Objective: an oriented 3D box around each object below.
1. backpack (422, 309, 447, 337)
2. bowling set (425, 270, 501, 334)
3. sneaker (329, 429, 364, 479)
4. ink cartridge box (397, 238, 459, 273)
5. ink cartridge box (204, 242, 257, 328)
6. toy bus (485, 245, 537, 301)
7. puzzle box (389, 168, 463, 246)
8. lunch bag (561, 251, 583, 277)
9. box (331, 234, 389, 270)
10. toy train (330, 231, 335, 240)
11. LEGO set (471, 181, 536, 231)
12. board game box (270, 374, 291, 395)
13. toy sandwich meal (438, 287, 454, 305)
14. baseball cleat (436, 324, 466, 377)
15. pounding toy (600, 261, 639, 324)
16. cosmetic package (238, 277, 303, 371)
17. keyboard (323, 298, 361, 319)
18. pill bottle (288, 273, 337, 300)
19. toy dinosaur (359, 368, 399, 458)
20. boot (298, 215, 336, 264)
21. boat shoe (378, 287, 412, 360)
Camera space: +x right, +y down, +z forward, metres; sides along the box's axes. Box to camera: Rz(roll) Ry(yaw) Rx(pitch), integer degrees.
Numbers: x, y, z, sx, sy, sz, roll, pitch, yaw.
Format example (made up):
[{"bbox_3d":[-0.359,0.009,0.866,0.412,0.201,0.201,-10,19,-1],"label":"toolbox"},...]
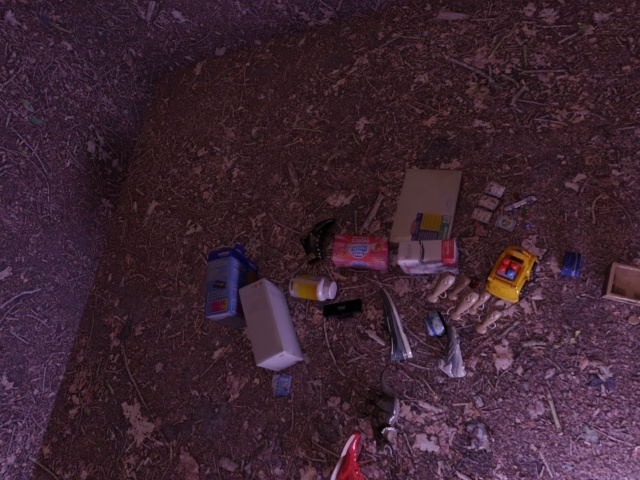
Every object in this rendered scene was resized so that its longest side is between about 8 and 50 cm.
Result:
[{"bbox_3d":[0.473,0.346,1.718,0.084,0.114,0.105,-26,59,11],"label":"backpack"},{"bbox_3d":[0.600,0.243,1.710,0.287,0.200,0.154,42,119,21],"label":"bowling set"},{"bbox_3d":[0.137,0.879,1.649,0.128,0.087,0.221,24,90,23],"label":"sneaker"},{"bbox_3d":[0.471,0.073,1.815,0.237,0.172,0.100,-2,65,24],"label":"ink cartridge box"},{"bbox_3d":[-0.441,0.215,2.104,0.151,0.270,0.395,-14,62,16],"label":"ink cartridge box"},{"bbox_3d":[0.754,0.104,1.650,0.150,0.211,0.220,26,77,33],"label":"toy bus"},{"bbox_3d":[0.501,-0.151,1.980,0.272,0.052,0.408,8,70,27],"label":"puzzle box"},{"bbox_3d":[0.987,0.092,1.633,0.065,0.067,0.098,12,71,28],"label":"lunch bag"},{"bbox_3d":[0.191,0.056,1.959,0.257,0.122,0.128,3,68,15],"label":"box"},{"bbox_3d":[0.093,0.019,2.095,0.027,0.036,0.158,-31,60,0],"label":"toy train"},{"bbox_3d":[0.825,-0.136,1.844,0.244,0.060,0.182,26,91,33],"label":"LEGO set"},{"bbox_3d":[-0.181,0.666,1.920,0.090,0.020,0.090,-5,63,22],"label":"board game box"},{"bbox_3d":[0.543,0.237,1.789,0.086,0.029,0.085,-10,63,20],"label":"toy sandwich meal"},{"bbox_3d":[0.508,0.442,1.654,0.110,0.072,0.205,-15,81,20],"label":"baseball cleat"},{"bbox_3d":[1.129,0.203,1.507,0.181,0.094,0.205,13,82,24],"label":"pounding toy"},{"bbox_3d":[-0.233,0.396,1.959,0.156,0.217,0.384,-26,56,11],"label":"cosmetic package"},{"bbox_3d":[0.104,0.333,1.950,0.192,0.038,0.100,-14,38,19],"label":"keyboard"},{"bbox_3d":[-0.035,0.226,2.005,0.215,0.117,0.117,5,69,27],"label":"pill bottle"},{"bbox_3d":[0.251,0.684,1.678,0.161,0.121,0.313,11,67,16],"label":"toy dinosaur"},{"bbox_3d":[0.000,0.001,2.107,0.236,0.085,0.178,-32,58,27],"label":"boot"},{"bbox_3d":[0.297,0.358,1.794,0.099,0.116,0.319,-22,64,9],"label":"boat shoe"}]
